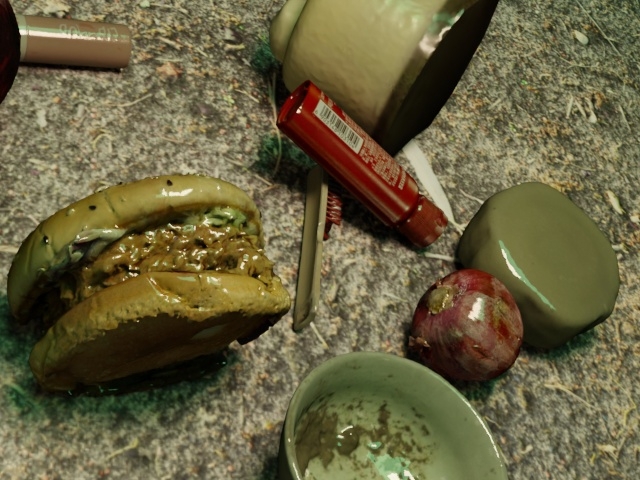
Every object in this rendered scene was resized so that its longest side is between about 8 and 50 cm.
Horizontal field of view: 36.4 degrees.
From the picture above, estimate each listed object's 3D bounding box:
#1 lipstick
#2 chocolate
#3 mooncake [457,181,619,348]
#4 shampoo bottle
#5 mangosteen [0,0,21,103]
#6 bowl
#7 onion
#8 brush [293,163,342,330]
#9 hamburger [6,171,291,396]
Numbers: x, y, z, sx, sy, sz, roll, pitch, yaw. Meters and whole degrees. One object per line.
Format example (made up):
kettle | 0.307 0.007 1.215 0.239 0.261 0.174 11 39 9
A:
lipstick | -0.418 -0.303 1.471 0.254 0.070 0.070 -1 53 -30
chocolate | 0.089 -0.339 1.620 0.297 0.314 0.326 39 45 12
mooncake | 0.345 0.042 1.545 0.274 0.135 0.275 16 49 -19
shampoo bottle | 0.066 -0.111 1.500 0.314 0.076 0.118 41 26 -19
mangosteen | -0.532 -0.253 1.236 0.297 0.293 0.297 21 16 -6
bowl | 0.065 0.290 1.156 0.289 0.146 0.289 17 44 -17
onion | 0.225 0.134 1.393 0.195 0.159 0.160 39 38 -30
brush | 0.000 0.000 1.444 0.050 0.060 0.321 27 42 -21
hamburger | -0.187 0.052 1.148 0.318 0.277 0.195 -2 61 -37
